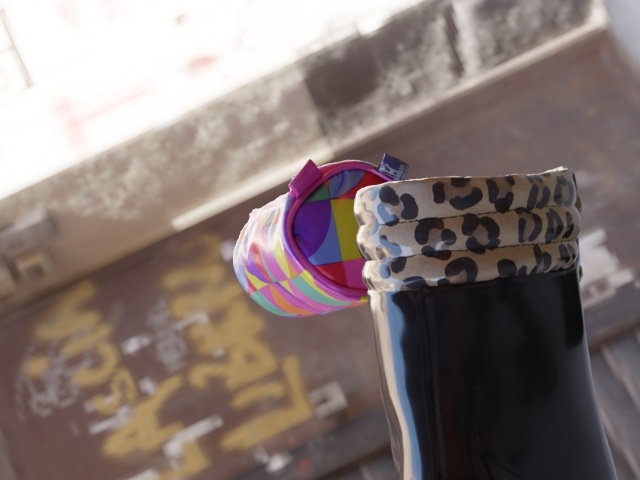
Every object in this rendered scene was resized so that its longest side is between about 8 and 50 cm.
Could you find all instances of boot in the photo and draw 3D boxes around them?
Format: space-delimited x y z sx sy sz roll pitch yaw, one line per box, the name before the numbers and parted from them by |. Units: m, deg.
boot | 0.122 0.102 1.016 0.377 0.138 0.284 -4 -93 -65

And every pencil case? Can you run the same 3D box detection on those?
pencil case | 0.000 0.000 1.220 0.104 0.104 0.236 64 166 2
